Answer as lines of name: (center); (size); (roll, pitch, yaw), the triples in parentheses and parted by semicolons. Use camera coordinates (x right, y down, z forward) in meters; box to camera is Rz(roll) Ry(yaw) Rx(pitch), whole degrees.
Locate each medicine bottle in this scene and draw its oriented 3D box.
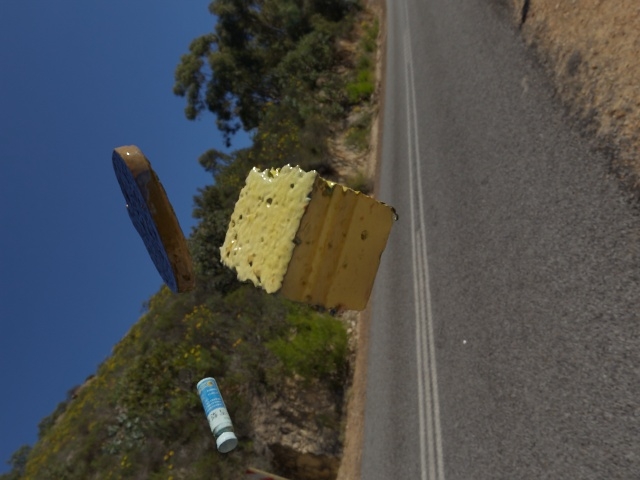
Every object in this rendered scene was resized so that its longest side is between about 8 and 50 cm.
medicine bottle: (-0.251, 0.416, 1.112); (0.191, 0.051, 0.051); (49, 129, 48)

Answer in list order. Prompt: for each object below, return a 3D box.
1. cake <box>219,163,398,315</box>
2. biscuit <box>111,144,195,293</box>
cake: (0.000, 0.000, 0.871); (0.222, 0.286, 0.227); (22, 93, 49)
biscuit: (-0.428, -0.055, 1.191); (0.350, 0.070, 0.394); (17, 128, 55)
